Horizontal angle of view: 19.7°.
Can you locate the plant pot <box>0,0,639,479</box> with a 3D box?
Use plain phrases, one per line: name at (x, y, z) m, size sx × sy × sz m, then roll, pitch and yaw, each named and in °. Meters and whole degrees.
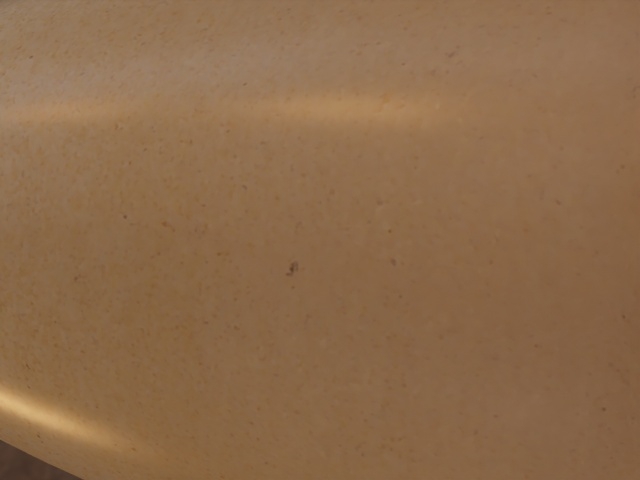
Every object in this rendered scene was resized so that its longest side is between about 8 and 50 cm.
plant pot at (0.000, 0.000, 0.602) m, size 0.274 × 0.256 × 0.256 m, roll 3°, pitch 125°, yaw 13°
